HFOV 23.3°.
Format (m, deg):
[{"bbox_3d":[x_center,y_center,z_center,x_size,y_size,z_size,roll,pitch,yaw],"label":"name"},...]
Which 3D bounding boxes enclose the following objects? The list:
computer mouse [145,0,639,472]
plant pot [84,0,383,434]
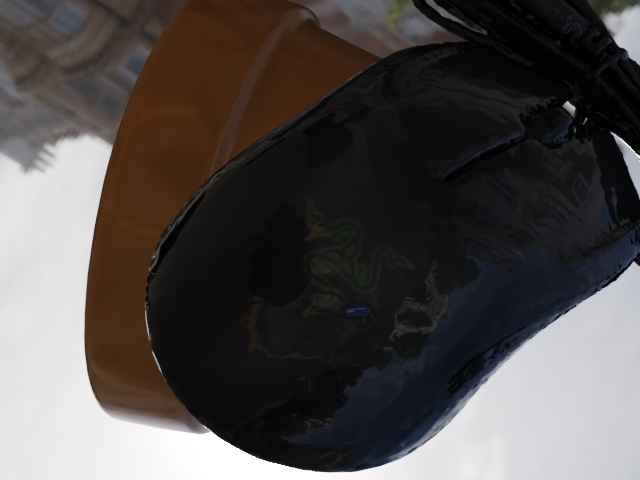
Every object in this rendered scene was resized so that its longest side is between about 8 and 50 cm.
[{"bbox_3d":[0.049,-0.026,0.566,0.272,0.188,0.072,-40,171,-38],"label":"computer mouse"},{"bbox_3d":[0.000,0.000,0.991,0.291,0.203,0.291,15,90,-78],"label":"plant pot"}]
